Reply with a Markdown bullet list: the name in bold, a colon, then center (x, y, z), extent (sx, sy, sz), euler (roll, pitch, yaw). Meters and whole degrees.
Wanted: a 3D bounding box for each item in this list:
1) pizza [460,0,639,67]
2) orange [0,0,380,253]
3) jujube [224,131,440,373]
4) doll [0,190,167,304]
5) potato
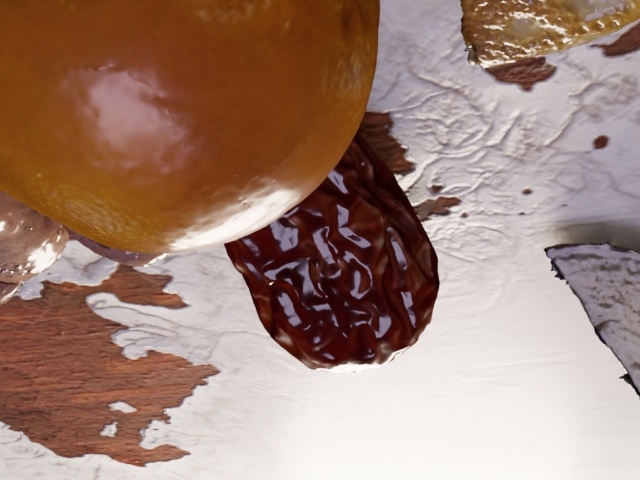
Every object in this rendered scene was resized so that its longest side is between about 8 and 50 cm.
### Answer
- **pizza**: center (0.141, -0.178, 0.722), extent (0.161, 0.063, 0.182), euler (20, 147, -31)
- **orange**: center (-0.096, -0.116, 0.622), extent (0.261, 0.261, 0.261), euler (3, 144, 2)
- **jujube**: center (0.000, 0.000, 0.902), extent (0.155, 0.155, 0.230), euler (-14, 134, 24)
- **doll**: center (-0.183, -0.063, 0.803), extent (0.303, 0.156, 0.201), euler (-16, 99, 27)
- **potato**: center (0.273, 0.044, 1.004), extent (0.100, 0.089, 0.172), euler (-36, 98, 17)
